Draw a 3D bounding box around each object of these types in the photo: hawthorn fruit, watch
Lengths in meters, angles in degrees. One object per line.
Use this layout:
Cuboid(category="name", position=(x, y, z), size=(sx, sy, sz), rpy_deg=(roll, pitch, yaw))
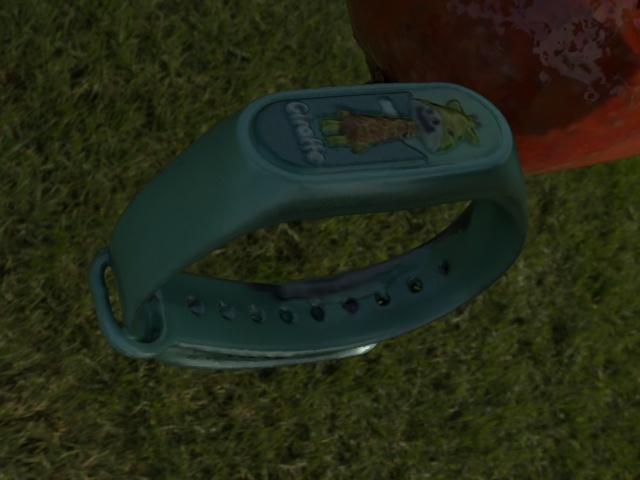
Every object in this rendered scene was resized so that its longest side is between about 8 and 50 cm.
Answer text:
Cuboid(category="hawthorn fruit", position=(0.125, -0.162, 0.629), size=(0.276, 0.307, 0.276), rpy_deg=(58, 14, -23))
Cuboid(category="watch", position=(0.000, 0.000, 0.474), size=(0.237, 0.195, 0.068), rpy_deg=(-8, 59, -25))
